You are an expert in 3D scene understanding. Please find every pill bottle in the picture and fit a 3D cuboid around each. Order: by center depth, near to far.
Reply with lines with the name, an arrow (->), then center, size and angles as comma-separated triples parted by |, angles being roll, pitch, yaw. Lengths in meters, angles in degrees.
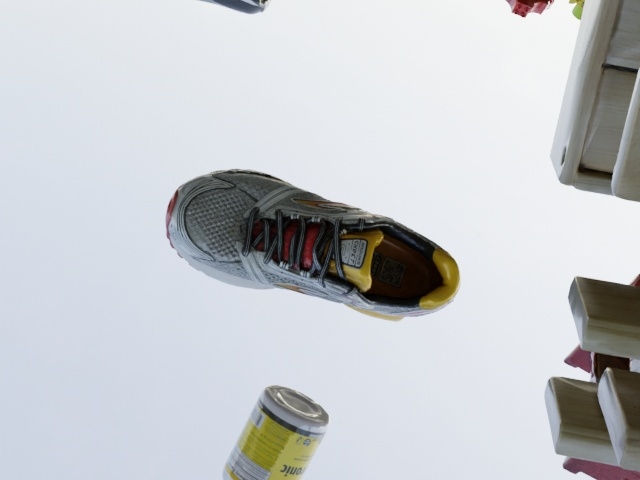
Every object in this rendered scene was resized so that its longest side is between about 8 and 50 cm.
pill bottle -> -0.044, 0.186, 0.997 | 0.065, 0.116, 0.065 | 26, -168, -6

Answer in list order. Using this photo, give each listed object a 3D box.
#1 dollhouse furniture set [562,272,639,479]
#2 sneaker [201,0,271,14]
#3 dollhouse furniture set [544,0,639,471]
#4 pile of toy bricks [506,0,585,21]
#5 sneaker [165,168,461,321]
dollhouse furniture set -> 0.455, 0.218, 1.258 | 0.374, 0.152, 0.201 | 29, -149, -2
sneaker -> -0.178, -0.295, 1.215 | 0.271, 0.108, 0.100 | 21, -135, -7
dollhouse furniture set -> 0.173, -0.026, 0.370 | 0.160, 0.212, 0.242 | 10, -160, 2
pile of toy bricks -> 0.281, -0.235, 1.137 | 0.212, 0.118, 0.105 | 21, -126, -7
sneaker -> 0.000, 0.000, 0.849 | 0.225, 0.088, 0.092 | 13, 174, -16
